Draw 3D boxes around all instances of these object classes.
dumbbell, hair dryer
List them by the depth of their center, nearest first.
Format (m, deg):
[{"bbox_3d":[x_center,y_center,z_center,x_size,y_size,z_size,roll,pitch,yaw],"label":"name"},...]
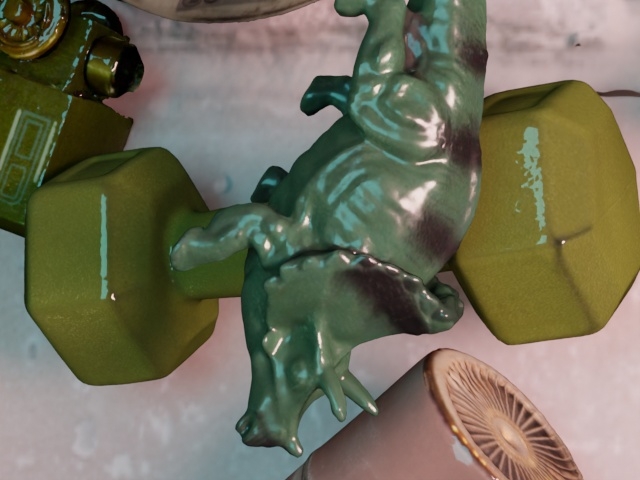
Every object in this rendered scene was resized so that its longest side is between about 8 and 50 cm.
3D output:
[{"bbox_3d":[0.091,0.236,0.829,0.189,0.107,0.344,-43,73,19],"label":"hair dryer"},{"bbox_3d":[0.000,0.000,0.910,0.302,0.121,0.108,-7,106,24],"label":"dumbbell"}]

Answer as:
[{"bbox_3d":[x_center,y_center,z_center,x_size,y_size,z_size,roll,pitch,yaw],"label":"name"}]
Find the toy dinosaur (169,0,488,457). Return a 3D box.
[{"bbox_3d":[0.015,-0.051,0.809,0.120,0.079,0.292,9,87,22],"label":"toy dinosaur"}]

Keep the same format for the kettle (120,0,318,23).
[{"bbox_3d":[-0.101,-0.284,0.965,0.342,0.247,0.319,56,131,31],"label":"kettle"}]

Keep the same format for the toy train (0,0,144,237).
[{"bbox_3d":[-0.207,-0.092,1.033,0.225,0.090,0.137,20,90,22],"label":"toy train"}]
